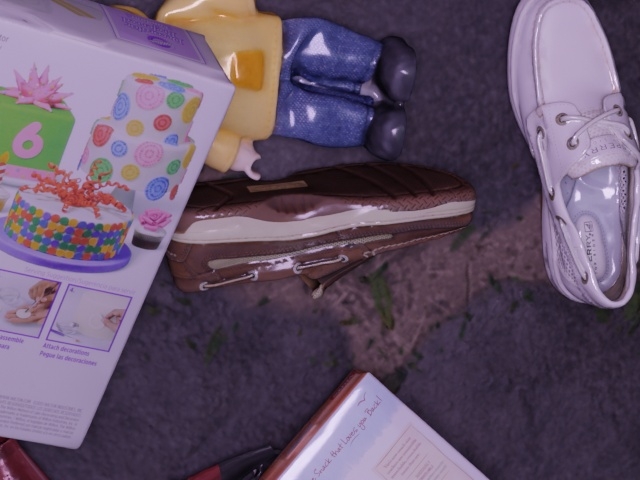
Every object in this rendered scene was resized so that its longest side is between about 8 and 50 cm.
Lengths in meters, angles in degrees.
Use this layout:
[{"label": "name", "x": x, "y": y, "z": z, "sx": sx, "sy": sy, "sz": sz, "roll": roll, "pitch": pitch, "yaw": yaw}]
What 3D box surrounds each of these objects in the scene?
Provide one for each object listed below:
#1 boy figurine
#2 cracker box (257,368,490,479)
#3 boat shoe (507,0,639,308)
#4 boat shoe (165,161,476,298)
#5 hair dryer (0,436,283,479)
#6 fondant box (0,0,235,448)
[{"label": "boy figurine", "x": -0.071, "y": -0.140, "z": 1.248, "sx": 0.285, "sy": 0.092, "sz": 0.177, "roll": 9, "pitch": 103, "yaw": -17}, {"label": "cracker box", "x": 0.067, "y": 0.238, "z": 1.305, "sx": 0.232, "sy": 0.067, "sz": 0.156, "roll": 43, "pitch": 82, "yaw": -7}, {"label": "boat shoe", "x": 0.227, "y": -0.077, "z": 1.326, "sx": 0.098, "sy": 0.096, "sz": 0.277, "roll": -15, "pitch": 102, "yaw": -10}, {"label": "boat shoe", "x": -0.001, "y": -0.003, "z": 1.296, "sx": 0.257, "sy": 0.095, "sz": 0.095, "roll": -4, "pitch": 114, "yaw": -7}, {"label": "hair dryer", "x": -0.161, "y": 0.241, "z": 1.312, "sx": 0.293, "sy": 0.080, "sz": 0.224, "roll": 27, "pitch": 78, "yaw": -23}, {"label": "fondant box", "x": -0.238, "y": -0.020, "z": 1.154, "sx": 0.238, "sy": 0.096, "sz": 0.330, "roll": 14, "pitch": 116, "yaw": -26}]
